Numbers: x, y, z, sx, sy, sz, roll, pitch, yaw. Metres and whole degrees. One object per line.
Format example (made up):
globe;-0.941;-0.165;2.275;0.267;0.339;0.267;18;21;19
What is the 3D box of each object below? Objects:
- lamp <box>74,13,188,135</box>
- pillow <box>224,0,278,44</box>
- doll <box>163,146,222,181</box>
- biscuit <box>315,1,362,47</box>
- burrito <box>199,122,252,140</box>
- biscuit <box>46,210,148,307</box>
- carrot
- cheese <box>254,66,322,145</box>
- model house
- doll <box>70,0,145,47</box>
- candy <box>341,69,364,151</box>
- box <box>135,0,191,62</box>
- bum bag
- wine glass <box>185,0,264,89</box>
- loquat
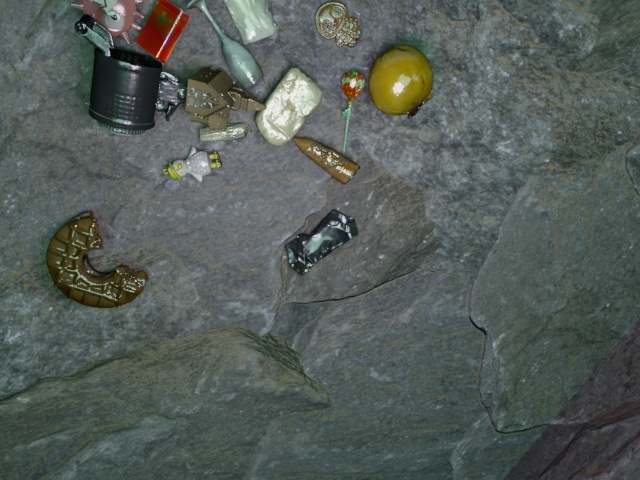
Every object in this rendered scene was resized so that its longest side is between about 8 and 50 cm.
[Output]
lamp;-0.628;-0.476;1.517;0.374;0.205;0.272;27;108;-31
pillow;-0.244;-0.772;1.577;0.128;0.051;0.229;-30;111;-6
doll;-0.454;-0.266;1.696;0.207;0.081;0.129;-13;90;-2
biscuit;0.064;-0.740;1.645;0.175;0.026;0.124;30;102;-16
burrito;-0.336;-0.383;1.694;0.188;0.045;0.058;-7;134;-8
biscuit;-0.828;0.097;1.741;0.268;0.115;0.366;-30;108;2
carrot;0.013;-0.302;1.748;0.263;0.102;0.102;30;101;-13
cheese;-0.117;-0.459;1.676;0.159;0.093;0.263;37;101;-14
model house;-0.301;-0.450;1.592;0.248;0.181;0.176;14;122;-1
doll;-0.666;-0.725;1.506;0.211;0.093;0.262;19;108;-24
candy;0.102;-0.463;1.729;0.078;0.084;0.288;4;117;-6
box;-0.508;-0.680;1.544;0.112;0.048;0.175;39;102;18
bum bag;0.000;0.000;1.852;0.310;0.074;0.137;-37;96;-3
wine glass;-0.308;-0.621;1.504;0.096;0.264;0.309;-31;110;12
loquat;0.277;-0.538;1.639;0.243;0.244;0.244;-2;108;-8
